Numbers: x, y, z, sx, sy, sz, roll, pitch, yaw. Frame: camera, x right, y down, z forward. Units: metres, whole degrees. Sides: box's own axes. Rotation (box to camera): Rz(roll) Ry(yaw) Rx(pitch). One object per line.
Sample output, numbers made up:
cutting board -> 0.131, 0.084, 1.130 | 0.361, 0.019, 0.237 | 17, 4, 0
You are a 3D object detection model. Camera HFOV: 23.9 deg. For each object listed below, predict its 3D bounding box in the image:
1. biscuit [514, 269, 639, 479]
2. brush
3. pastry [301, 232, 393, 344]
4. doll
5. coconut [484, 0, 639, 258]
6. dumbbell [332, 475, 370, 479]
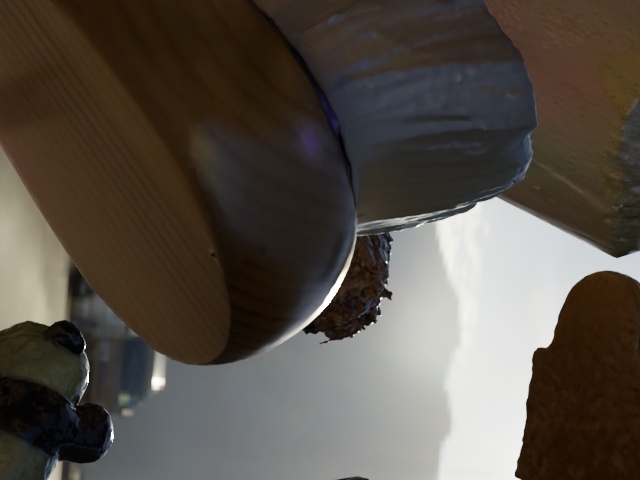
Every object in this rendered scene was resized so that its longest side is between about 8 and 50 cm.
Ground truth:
biscuit -> 0.405, 0.227, 1.671 | 0.076, 0.394, 0.368 | 1, 94, -53
brush -> -0.051, -0.091, 0.640 | 0.267, 0.166, 0.174 | 54, -27, 2
pastry -> 0.000, 0.000, 2.029 | 0.275, 0.193, 0.275 | 62, -2, 4
doll -> -0.293, 0.188, 1.458 | 0.234, 0.143, 0.135 | -67, 152, -24
coconut -> 0.217, -0.166, 1.321 | 0.297, 0.309, 0.297 | -46, 158, -25
dumbbell -> -0.026, 0.315, 1.463 | 0.143, 0.156, 0.316 | -44, 164, 14
